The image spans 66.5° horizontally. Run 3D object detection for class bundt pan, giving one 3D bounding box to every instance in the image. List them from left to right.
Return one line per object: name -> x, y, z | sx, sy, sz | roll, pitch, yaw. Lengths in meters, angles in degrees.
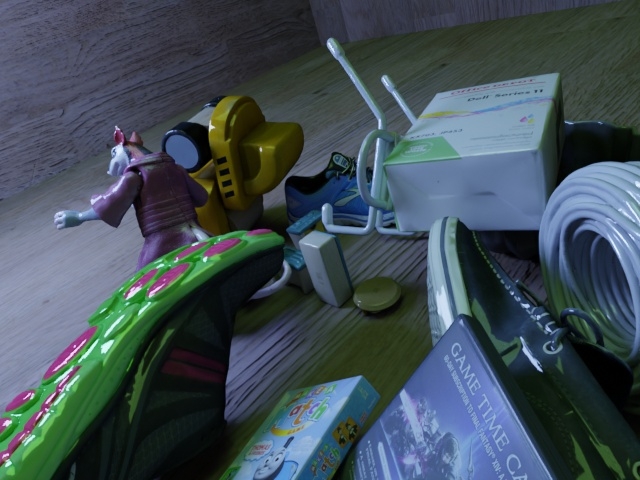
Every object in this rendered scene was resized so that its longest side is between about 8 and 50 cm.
bundt pan -> 0.371, -0.081, 0.814 | 0.330, 0.124, 0.331 | -15, 28, 8

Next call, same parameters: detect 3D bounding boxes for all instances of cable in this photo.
cable -> 0.315, 0.044, 0.494 | 0.089, 0.257, 0.257 | -12, 45, 2

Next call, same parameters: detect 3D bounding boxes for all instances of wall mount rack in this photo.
wall mount rack -> 0.105, -0.160, 0.830 | 0.130, 0.304, 0.350 | 7, 4, 31

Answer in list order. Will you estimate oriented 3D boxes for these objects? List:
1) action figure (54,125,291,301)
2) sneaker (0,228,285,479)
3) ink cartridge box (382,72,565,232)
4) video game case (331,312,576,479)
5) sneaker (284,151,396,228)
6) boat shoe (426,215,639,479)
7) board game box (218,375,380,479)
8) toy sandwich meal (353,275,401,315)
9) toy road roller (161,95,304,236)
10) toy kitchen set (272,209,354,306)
action figure -> -0.266, -0.030, 0.836 | 0.275, 0.370, 0.248 | -18, 7, 45
sneaker -> -0.201, 0.164, 0.634 | 0.185, 0.202, 0.483 | -2, 40, 45
ink cartridge box -> 0.257, -0.156, 0.757 | 0.207, 0.119, 0.353 | -1, 33, 31
video game case -> 0.071, 0.218, 0.382 | 0.274, 0.026, 0.196 | -58, 19, 22
sneaker -> 0.074, -0.109, 1.010 | 0.329, 0.147, 0.130 | -10, 30, 13
boat shoe -> 0.200, 0.147, 0.473 | 0.155, 0.187, 0.500 | -9, 35, 6
board game box -> -0.045, 0.241, 0.517 | 0.160, 0.039, 0.211 | -31, 10, 49
toy sandwich meal -> 0.091, 0.089, 0.783 | 0.085, 0.029, 0.086 | -12, 34, 8
toy road roller -> -0.158, -0.136, 1.029 | 0.240, 0.330, 0.202 | 7, 37, 19
toy kitchen set -> 0.000, 0.000, 0.889 | 0.207, 0.122, 0.166 | 15, 43, 45
